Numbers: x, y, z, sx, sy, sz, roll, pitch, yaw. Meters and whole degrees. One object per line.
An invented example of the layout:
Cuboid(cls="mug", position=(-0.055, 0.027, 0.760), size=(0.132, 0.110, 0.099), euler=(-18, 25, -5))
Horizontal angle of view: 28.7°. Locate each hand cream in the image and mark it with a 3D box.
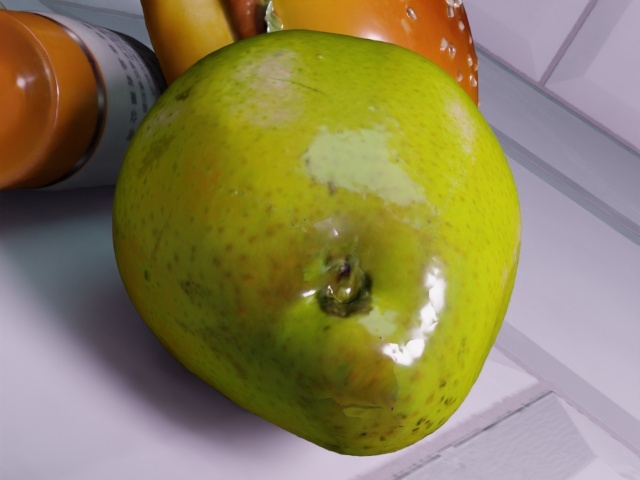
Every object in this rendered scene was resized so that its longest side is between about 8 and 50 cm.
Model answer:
Cuboid(cls="hand cream", position=(-0.126, -0.085, 0.717), size=(0.140, 0.089, 0.314), euler=(45, 15, 8))

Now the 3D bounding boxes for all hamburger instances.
Cuboid(cls="hamburger", position=(0.008, -0.113, 0.754), size=(0.246, 0.170, 0.246), euler=(59, 12, -20))

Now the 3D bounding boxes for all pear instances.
Cuboid(cls="pear", position=(0.000, 0.000, 0.549), size=(0.187, 0.187, 0.220), euler=(27, 23, -12))

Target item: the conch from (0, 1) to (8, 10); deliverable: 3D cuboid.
Cuboid(cls="conch", position=(-0.284, -0.218, 0.737), size=(0.137, 0.114, 0.234), euler=(-28, 84, -28))
